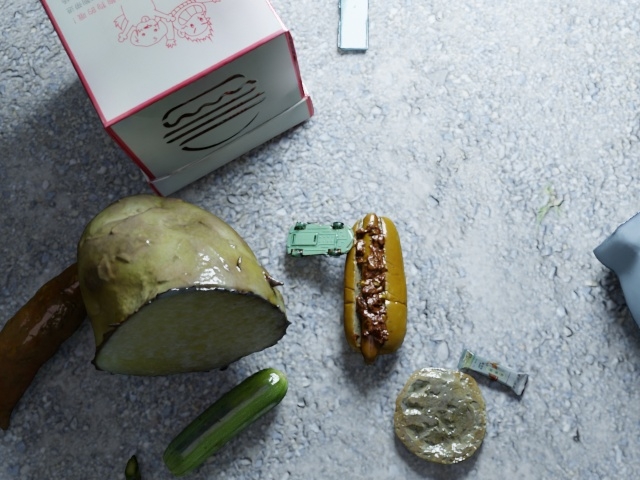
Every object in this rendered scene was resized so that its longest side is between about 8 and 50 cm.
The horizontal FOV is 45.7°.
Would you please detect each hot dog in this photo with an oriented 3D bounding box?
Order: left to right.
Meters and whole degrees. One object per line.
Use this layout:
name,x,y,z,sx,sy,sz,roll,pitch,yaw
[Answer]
hot dog,0.088,0.075,1.211,0.102,0.076,0.249,2,74,1

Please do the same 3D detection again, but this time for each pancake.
pancake,0.188,0.269,1.176,0.152,0.025,0.151,-2,74,6

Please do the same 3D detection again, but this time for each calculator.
calculator,0.060,-0.422,1.375,0.057,0.018,0.171,-1,75,6

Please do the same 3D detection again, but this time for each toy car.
toy car,0.000,0.000,1.242,0.122,0.035,0.059,0,71,22

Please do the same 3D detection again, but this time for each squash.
squash,-0.147,0.279,1.184,0.229,0.066,0.066,-39,75,-5

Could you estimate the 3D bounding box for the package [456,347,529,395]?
package,0.269,0.205,1.191,0.110,0.015,0.037,23,73,9

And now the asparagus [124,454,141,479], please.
asparagus,-0.262,0.446,1.168,0.034,0.027,0.236,-26,74,9

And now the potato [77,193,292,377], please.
potato,-0.220,0.046,1.172,0.301,0.289,0.237,-33,52,27

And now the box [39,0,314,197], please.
box,-0.226,-0.306,1.224,0.315,0.300,0.312,-29,74,-3

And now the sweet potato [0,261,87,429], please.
sweet potato,-0.447,0.138,1.230,0.106,0.095,0.354,39,83,-28

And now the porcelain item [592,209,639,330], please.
porcelain item,0.598,0.115,1.101,0.243,0.178,0.405,-36,76,-5
